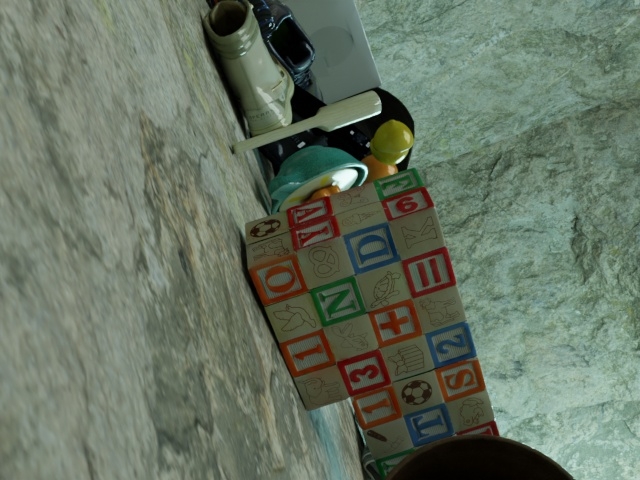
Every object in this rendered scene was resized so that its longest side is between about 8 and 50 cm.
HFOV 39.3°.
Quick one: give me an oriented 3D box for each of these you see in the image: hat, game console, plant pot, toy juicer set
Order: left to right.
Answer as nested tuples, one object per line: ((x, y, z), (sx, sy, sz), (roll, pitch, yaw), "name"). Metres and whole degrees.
((-0.035, -0.169, 1.371), (0.213, 0.044, 0.361), (37, 20, 0), "game console")
((0.028, -0.176, 1.768), (0.134, 0.331, 0.331), (15, 44, -38), "hat")
((0.028, -0.083, 1.123), (0.089, 0.209, 0.329), (62, 0, 17), "toy juicer set")
((0.137, 0.324, 0.845), (0.230, 0.216, 0.215), (93, -17, -58), "plant pot")

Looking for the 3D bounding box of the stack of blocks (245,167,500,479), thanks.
((0.056, 0.098, 0.869), (0.087, 0.171, 0.297), (-103, 173, -61), "stack of blocks")

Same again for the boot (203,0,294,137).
((-0.098, -0.251, 1.208), (0.213, 0.077, 0.165), (-100, 168, -55), "boot")

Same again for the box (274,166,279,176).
((0.000, 0.000, 1.429), (0.216, 0.060, 0.270), (65, 6, -49), "box")

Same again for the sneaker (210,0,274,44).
((-0.131, -0.371, 1.338), (0.221, 0.083, 0.087), (71, -6, -50), "sneaker")

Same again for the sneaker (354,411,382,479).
((0.109, 0.310, 1.222), (0.228, 0.086, 0.132), (-101, 173, -74), "sneaker")

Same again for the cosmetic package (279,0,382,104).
((-0.028, -0.382, 1.759), (0.138, 0.225, 0.224), (-108, 177, -64), "cosmetic package")

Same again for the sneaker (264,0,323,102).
((-0.060, -0.304, 1.560), (0.121, 0.111, 0.300), (37, -12, 39), "sneaker")
